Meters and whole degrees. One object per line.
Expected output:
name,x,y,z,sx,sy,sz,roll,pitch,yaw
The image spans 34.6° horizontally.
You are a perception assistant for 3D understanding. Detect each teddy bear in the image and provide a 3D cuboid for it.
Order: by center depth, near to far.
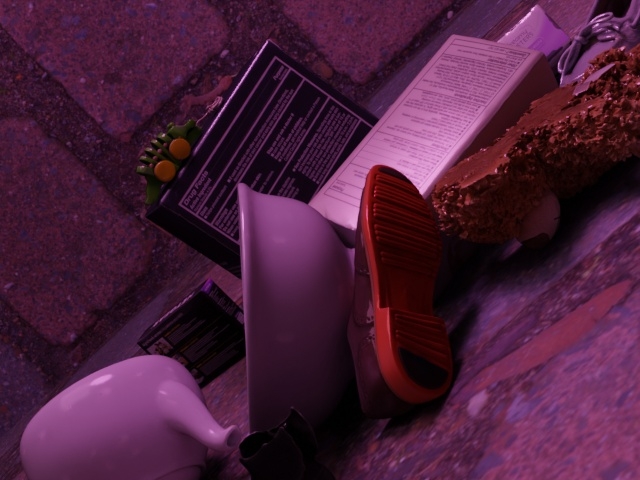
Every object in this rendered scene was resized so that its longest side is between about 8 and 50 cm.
teddy bear,0.272,-0.101,1.061,0.338,0.113,0.245,-41,13,-33

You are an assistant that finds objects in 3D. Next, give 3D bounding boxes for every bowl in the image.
bowl,-0.019,0.081,1.125,0.134,0.298,0.298,-3,9,-5

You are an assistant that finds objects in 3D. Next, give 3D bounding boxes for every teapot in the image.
teapot,-0.236,0.279,1.270,0.252,0.187,0.256,-28,-22,-16

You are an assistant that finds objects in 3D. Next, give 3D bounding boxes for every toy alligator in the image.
toy alligator,-0.206,-0.137,1.430,0.189,0.051,0.056,-59,16,-13

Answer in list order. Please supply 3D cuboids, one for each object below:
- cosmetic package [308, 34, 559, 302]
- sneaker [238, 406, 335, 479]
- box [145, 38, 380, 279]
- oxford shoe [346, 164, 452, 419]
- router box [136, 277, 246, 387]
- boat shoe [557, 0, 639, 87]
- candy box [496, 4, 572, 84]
cosmetic package,0.143,-0.087,1.204,0.296,0.129,0.153,-49,42,-13
sneaker,-0.047,0.218,0.995,0.170,0.089,0.051,-31,16,51
box,-0.056,-0.086,1.542,0.296,0.294,0.183,-58,13,-13
oxford shoe,0.059,0.045,1.017,0.098,0.097,0.271,-41,38,43
router box,-0.200,0.162,1.708,0.179,0.133,0.046,-38,13,30
boat shoe,0.369,-0.268,1.301,0.118,0.103,0.320,-31,16,53
candy box,0.268,-0.225,1.430,0.165,0.070,0.196,-42,-12,10
